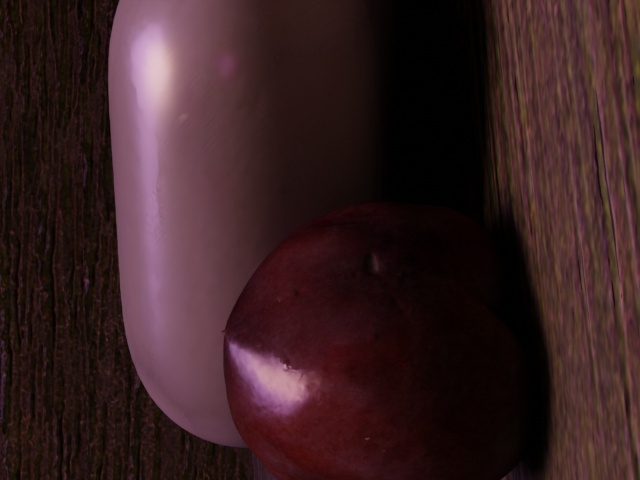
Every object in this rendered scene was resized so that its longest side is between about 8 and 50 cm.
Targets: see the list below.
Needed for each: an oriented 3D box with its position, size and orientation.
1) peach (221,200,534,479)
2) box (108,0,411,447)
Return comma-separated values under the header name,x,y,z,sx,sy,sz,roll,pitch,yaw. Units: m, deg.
name,x,y,z,sx,sy,sz,roll,pitch,yaw
peach,0.024,0.055,0.910,0.152,0.152,0.152,177,90,-84
box,-0.026,-0.065,1.102,0.349,0.141,0.288,-70,-19,-67
